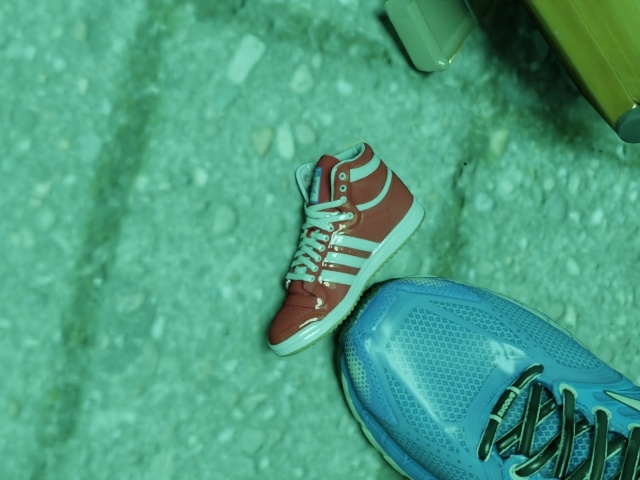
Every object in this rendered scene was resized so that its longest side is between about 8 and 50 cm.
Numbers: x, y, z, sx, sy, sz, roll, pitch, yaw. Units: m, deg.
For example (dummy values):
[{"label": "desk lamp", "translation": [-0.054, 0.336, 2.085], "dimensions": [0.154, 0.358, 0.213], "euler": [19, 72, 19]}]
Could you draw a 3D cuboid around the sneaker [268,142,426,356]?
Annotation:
[{"label": "sneaker", "translation": [0.000, 0.000, 0.514], "dimensions": [0.118, 0.042, 0.067], "euler": [-49, 116, -23]}]

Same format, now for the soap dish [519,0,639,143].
[{"label": "soap dish", "translation": [0.173, -0.187, 0.454], "dimensions": [0.291, 0.229, 0.118], "euler": [41, 36, -40]}]

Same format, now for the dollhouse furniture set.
[{"label": "dollhouse furniture set", "translation": [0.036, -0.166, 0.531], "dimensions": [0.076, 0.058, 0.152], "euler": [-55, 133, -20]}]

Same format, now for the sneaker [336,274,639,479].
[{"label": "sneaker", "translation": [0.158, 0.119, 0.508], "dimensions": [0.330, 0.147, 0.130], "euler": [33, 76, 3]}]
